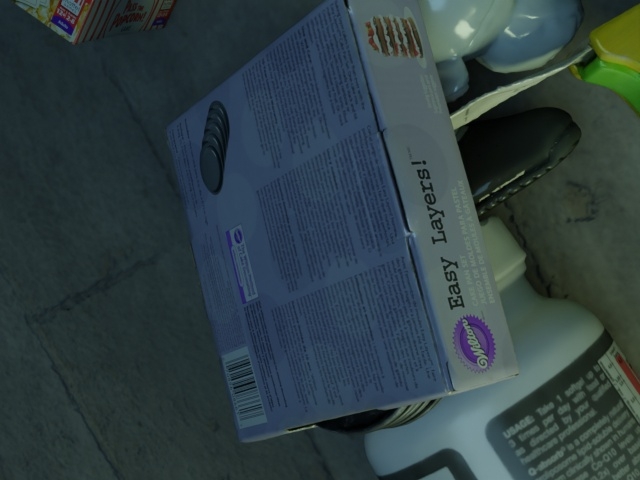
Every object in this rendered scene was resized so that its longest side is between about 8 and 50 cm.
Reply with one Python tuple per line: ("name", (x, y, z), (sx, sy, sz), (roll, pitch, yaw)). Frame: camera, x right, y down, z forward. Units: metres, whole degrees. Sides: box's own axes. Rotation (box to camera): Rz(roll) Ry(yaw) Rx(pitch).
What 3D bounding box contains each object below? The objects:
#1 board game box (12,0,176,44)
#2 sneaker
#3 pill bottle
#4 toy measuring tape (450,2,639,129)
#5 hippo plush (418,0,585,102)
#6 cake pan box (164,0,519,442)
("board game box", (-0.232, -0.238, 0.858), (0.193, 0.147, 0.045), (35, 115, 7))
("sneaker", (0.033, -0.066, 0.822), (0.331, 0.122, 0.146), (-18, 101, 24))
("pill bottle", (0.164, 0.175, 0.788), (0.210, 0.210, 0.363), (-35, 84, 26))
("toy measuring tape", (0.215, -0.093, 0.707), (0.330, 0.121, 0.121), (-30, 94, -5))
("hippo plush", (0.129, -0.198, 0.674), (0.234, 0.294, 0.236), (51, 133, 37))
("cake pan box", (0.000, 0.000, 0.700), (0.246, 0.070, 0.266), (-29, 73, 53))
